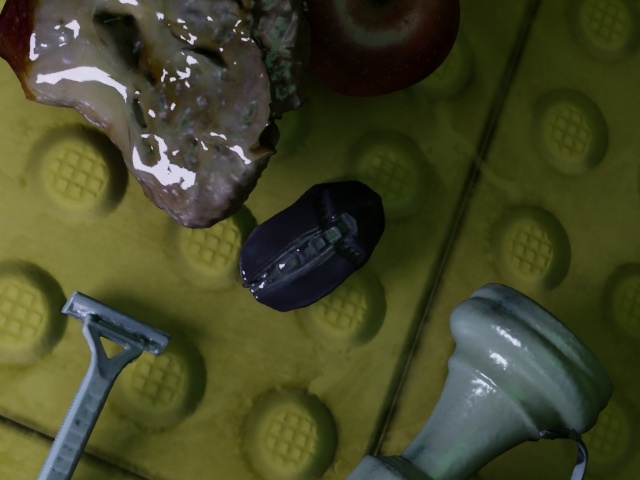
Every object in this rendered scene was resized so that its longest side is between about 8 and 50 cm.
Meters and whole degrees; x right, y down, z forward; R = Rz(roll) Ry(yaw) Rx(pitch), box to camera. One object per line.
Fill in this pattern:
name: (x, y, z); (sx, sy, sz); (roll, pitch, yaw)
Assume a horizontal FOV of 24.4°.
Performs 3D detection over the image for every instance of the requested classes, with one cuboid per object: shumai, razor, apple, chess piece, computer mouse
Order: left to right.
razor: (-0.246, 0.196, 1.464); (0.111, 0.056, 0.278); (27, 70, -18)
shumai: (-0.170, -0.203, 1.487); (0.283, 0.217, 0.346); (19, 76, -19)
computer mouse: (0.000, 0.000, 1.604); (0.192, 0.062, 0.106); (-35, 94, -26)
apple: (0.053, -0.249, 1.627); (0.201, 0.162, 0.201); (2, 80, -11)
chess piece: (0.147, 0.209, 1.570); (0.299, 0.194, 0.194); (-45, 99, -14)

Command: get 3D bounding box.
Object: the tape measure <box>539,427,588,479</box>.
tape measure: (0.230, 0.297, 1.508); (0.084, 0.330, 0.164); (26, 68, 15)
